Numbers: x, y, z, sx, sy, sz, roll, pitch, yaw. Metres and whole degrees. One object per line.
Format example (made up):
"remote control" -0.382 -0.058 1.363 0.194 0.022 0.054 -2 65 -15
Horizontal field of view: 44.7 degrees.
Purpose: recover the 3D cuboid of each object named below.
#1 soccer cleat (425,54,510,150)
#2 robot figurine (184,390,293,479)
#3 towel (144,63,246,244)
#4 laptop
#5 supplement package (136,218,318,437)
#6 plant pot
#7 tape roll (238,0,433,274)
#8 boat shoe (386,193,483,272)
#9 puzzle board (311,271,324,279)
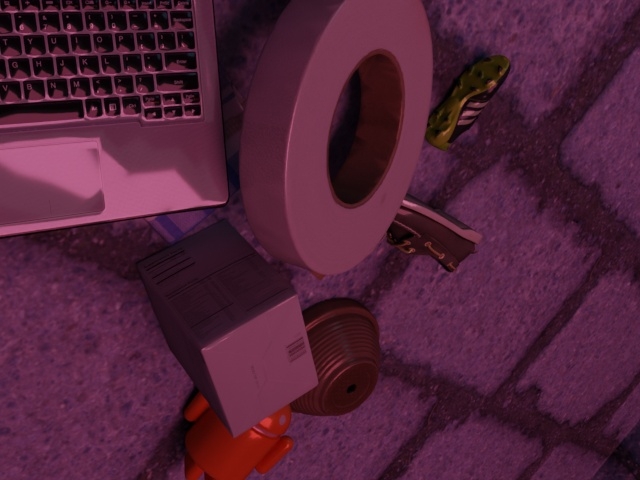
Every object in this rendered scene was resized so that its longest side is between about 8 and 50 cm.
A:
"soccer cleat" 0.238 -0.221 1.250 0.179 0.060 0.072 -47 148 9
"robot figurine" -0.137 0.310 1.283 0.219 0.158 0.128 -50 159 6
"towel" -0.186 -0.136 0.980 0.209 0.034 0.285 -41 138 -6
"laptop" -0.233 -0.196 0.714 0.381 0.236 0.408 -10 103 -28
"supplement package" -0.128 0.119 1.092 0.149 0.203 0.194 -29 135 -20
"plant pot" 0.025 0.228 1.369 0.237 0.109 0.237 -22 132 -27
"tape roll" 0.035 -0.147 1.011 0.392 0.072 0.392 -41 140 -46
"boat shoe" 0.166 -0.016 1.301 0.305 0.109 0.091 21 103 -49
"puzzle board" 0.000 0.000 1.250 0.096 0.011 0.128 -47 139 -2
